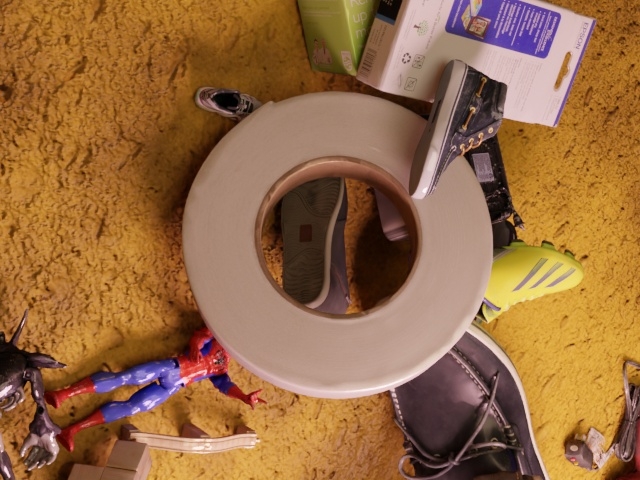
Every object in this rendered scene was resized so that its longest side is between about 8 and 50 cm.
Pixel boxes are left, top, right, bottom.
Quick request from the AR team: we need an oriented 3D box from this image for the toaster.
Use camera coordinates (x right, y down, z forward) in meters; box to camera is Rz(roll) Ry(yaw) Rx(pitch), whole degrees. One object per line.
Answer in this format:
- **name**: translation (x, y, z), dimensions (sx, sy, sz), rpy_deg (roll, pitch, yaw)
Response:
- **toaster**: translation (0.171, -0.083, 1.547), dimensions (0.168, 0.110, 0.186), rpy_deg (-9, 83, -29)

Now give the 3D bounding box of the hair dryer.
- **hair dryer**: translation (0.549, 0.367, 1.867), dimensions (0.223, 0.080, 0.293), rpy_deg (-47, 117, -17)

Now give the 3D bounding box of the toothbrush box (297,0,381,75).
- **toothbrush box**: translation (0.074, -0.379, 1.451), dimensions (0.206, 0.122, 0.283), rpy_deg (-21, 110, -27)

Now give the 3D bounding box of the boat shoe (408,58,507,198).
- **boat shoe**: translation (0.172, -0.127, 1.368), dimensions (0.083, 0.065, 0.183), rpy_deg (21, 81, -10)

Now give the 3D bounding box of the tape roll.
- **tape roll**: translation (0.020, 0.002, 1.394), dimensions (0.392, 0.072, 0.392), rpy_deg (1, 76, -3)

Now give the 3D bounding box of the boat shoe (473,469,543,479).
- **boat shoe**: translation (0.234, 0.471, 1.510), dimensions (0.095, 0.112, 0.335), rpy_deg (6, 98, 1)

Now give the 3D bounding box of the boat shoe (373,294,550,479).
- **boat shoe**: translation (0.207, 0.288, 1.583), dimensions (0.500, 0.186, 0.156), rpy_deg (63, 32, -25)

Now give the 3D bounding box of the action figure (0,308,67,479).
- **action figure**: translation (-0.383, 0.216, 1.263), dimensions (0.164, 0.141, 0.276), rpy_deg (9, 52, -6)

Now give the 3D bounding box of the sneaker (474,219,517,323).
- **sneaker**: translation (0.208, 0.058, 1.624), dimensions (0.098, 0.083, 0.224), rpy_deg (27, 83, -26)

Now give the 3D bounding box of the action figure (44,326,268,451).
- **action figure**: translation (-0.183, 0.181, 1.381), dimensions (0.280, 0.139, 0.091), rpy_deg (-22, 109, -29)

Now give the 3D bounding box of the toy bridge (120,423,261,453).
- **toy bridge**: translation (-0.161, 0.258, 1.442), dimensions (0.188, 0.063, 0.026), rpy_deg (7, 93, -31)

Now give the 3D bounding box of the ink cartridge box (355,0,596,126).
- **ink cartridge box**: translation (0.210, -0.253, 1.458), dimensions (0.332, 0.065, 0.165), rpy_deg (7, 108, -37)

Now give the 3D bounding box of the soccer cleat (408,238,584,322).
- **soccer cleat**: translation (0.243, 0.058, 1.525), dimensions (0.289, 0.093, 0.121), rpy_deg (6, 70, -30)

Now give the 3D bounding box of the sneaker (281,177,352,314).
- **sneaker**: translation (0.000, 0.000, 1.505), dimensions (0.118, 0.083, 0.222), rpy_deg (48, 47, -63)

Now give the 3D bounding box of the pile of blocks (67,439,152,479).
- **pile of blocks**: translation (-0.283, 0.428, 1.386), dimensions (0.112, 0.149, 0.362), rpy_deg (6, 83, 12)

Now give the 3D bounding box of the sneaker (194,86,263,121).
- **sneaker**: translation (-0.104, -0.171, 1.413), dimensions (0.098, 0.069, 0.038), rpy_deg (6, 94, -31)
